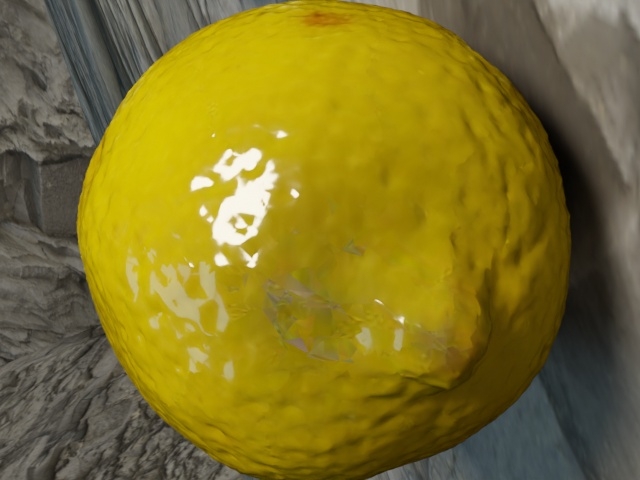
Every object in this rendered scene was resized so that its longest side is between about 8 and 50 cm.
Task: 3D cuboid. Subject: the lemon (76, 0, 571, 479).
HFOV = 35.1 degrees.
[{"bbox_3d":[0.003,0.000,0.478,0.228,0.228,0.253,68,163,-5],"label":"lemon"}]
